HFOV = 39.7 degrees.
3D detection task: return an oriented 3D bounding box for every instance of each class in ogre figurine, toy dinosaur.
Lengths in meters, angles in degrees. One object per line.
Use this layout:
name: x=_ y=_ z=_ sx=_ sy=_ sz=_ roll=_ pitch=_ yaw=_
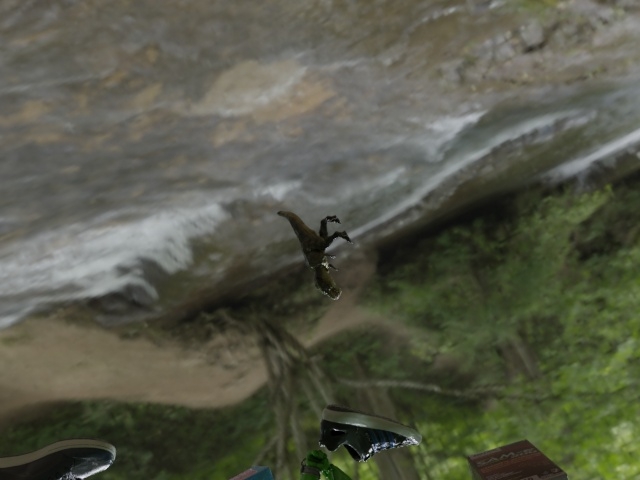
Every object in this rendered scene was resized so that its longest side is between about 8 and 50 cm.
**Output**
ogre figurine: x=0.020 y=0.437 z=1.392 sx=0.097 sy=0.197 sz=0.118 roll=-2 pitch=-151 yaw=44
toy dinosaur: x=0.000 y=0.000 z=1.956 sx=0.118 sy=0.268 sz=0.064 roll=-32 pitch=147 yaw=4

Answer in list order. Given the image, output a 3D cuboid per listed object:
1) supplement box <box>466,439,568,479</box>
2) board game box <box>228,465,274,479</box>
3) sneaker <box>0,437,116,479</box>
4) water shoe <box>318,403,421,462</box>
supplement box: x=0.360 y=0.440 z=1.617 sx=0.130 sy=0.073 sz=0.239 roll=-15 pitch=-178 yaw=-3
board game box: x=-0.199 y=0.607 z=1.688 sx=0.316 sy=0.242 sz=0.064 roll=-21 pitch=-179 yaw=-34
sneaker: x=-0.403 y=0.383 z=1.280 sx=0.226 sy=0.163 sz=0.086 roll=-14 pitch=137 yaw=-1
water shoe: x=0.078 y=0.329 z=1.477 sx=0.203 sy=0.080 sz=0.073 roll=21 pitch=173 yaw=-31
